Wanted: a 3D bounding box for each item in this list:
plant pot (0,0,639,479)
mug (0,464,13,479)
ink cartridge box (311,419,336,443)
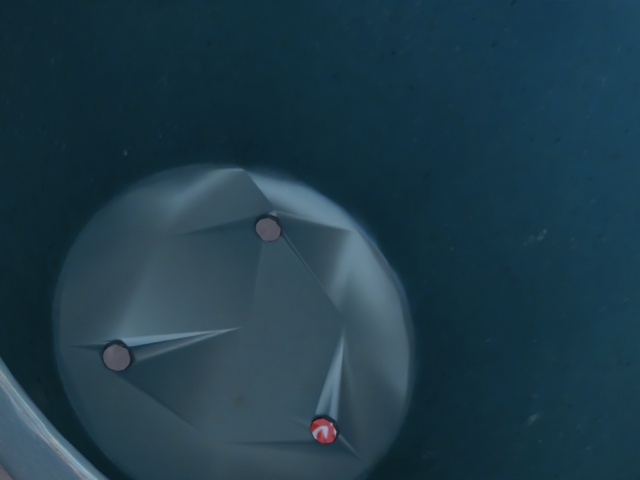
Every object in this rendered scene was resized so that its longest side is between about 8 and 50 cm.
[{"bbox_3d":[0.000,0.000,0.589,0.290,0.290,0.195,31,151,-5],"label":"plant pot"},{"bbox_3d":[-0.161,0.112,0.791,0.064,0.078,0.062,46,73,-20],"label":"mug"},{"bbox_3d":[0.036,0.108,0.765,0.179,0.045,0.145,45,119,11],"label":"ink cartridge box"}]
